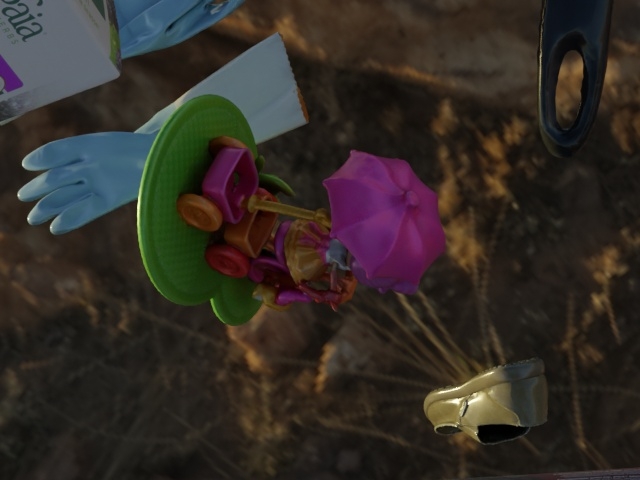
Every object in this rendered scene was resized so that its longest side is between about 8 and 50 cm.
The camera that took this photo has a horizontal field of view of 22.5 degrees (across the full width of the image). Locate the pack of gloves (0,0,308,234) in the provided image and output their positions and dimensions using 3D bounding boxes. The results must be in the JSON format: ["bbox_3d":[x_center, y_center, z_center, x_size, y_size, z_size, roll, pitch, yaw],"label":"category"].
[{"bbox_3d":[-0.128,-0.111,1.188,0.232,0.046,0.195,-23,59,13],"label":"pack of gloves"}]

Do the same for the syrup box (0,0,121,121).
[{"bbox_3d":[-0.223,-0.099,0.764,0.237,0.093,0.096,-18,59,7],"label":"syrup box"}]

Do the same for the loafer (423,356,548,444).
[{"bbox_3d":[0.118,0.123,1.155,0.056,0.148,0.050,-7,75,-19],"label":"loafer"}]

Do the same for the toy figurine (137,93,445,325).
[{"bbox_3d":[0.000,0.000,0.960,0.159,0.173,0.130,9,55,28],"label":"toy figurine"}]

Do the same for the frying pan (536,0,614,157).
[{"bbox_3d":[0.138,-0.214,0.642,0.197,0.326,0.053,-17,18,11],"label":"frying pan"}]

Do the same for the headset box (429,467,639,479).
[{"bbox_3d":[0.077,0.202,0.775,0.218,0.293,0.110,-4,101,7],"label":"headset box"}]
